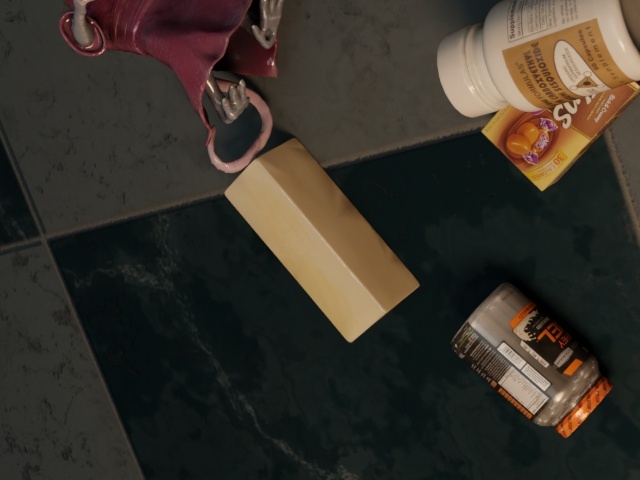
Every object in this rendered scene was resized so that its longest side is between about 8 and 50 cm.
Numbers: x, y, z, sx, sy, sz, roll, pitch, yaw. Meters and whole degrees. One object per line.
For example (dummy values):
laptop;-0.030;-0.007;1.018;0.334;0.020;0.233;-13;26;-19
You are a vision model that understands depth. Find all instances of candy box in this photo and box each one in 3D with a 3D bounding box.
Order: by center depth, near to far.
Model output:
candy box;0.291;-0.161;1.569;0.109;0.053;0.186;47;129;9

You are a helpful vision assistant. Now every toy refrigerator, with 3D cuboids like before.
toy refrigerator;0.000;0.000;1.805;0.269;0.102;0.094;50;129;4

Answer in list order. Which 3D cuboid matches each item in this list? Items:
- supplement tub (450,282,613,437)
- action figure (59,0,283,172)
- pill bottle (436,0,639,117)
supplement tub;0.270;0.154;1.684;0.190;0.117;0.117;41;127;11
action figure;-0.218;-0.299;1.791;0.370;0.248;0.275;20;144;27
pill bottle;0.250;-0.213;1.457;0.229;0.131;0.131;-15;102;37
